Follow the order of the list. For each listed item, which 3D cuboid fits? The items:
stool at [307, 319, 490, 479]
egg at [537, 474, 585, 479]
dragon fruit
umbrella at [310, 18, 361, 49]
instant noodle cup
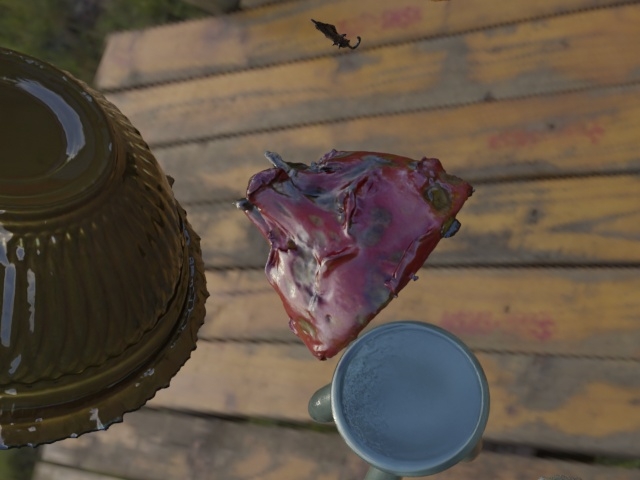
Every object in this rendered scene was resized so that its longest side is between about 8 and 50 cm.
[{"bbox_3d":[0.102,0.216,1.933,0.195,0.195,0.198,59,167,13],"label":"stool"},{"bbox_3d":[0.274,0.327,1.735,0.140,0.118,0.116,-41,18,28],"label":"egg"},{"bbox_3d":[0.000,0.000,1.608,0.262,0.211,0.134,-53,-3,30],"label":"dragon fruit"},{"bbox_3d":[0.014,-0.210,1.575,0.013,0.122,0.022,38,103,23],"label":"umbrella"},{"bbox_3d":[-0.174,-0.027,0.778,0.090,0.274,0.274,117,148,-41],"label":"instant noodle cup"}]
